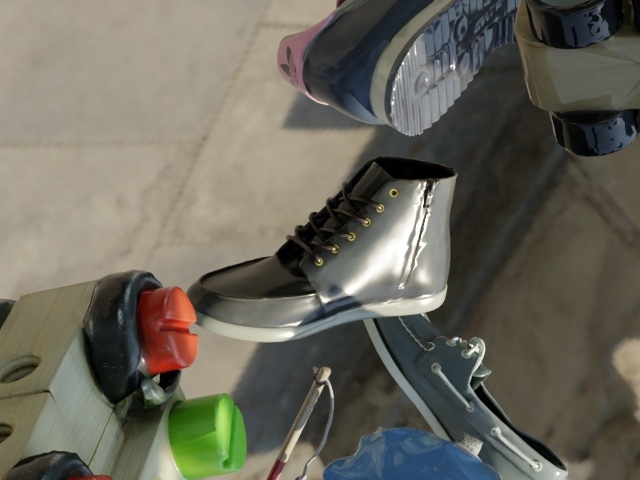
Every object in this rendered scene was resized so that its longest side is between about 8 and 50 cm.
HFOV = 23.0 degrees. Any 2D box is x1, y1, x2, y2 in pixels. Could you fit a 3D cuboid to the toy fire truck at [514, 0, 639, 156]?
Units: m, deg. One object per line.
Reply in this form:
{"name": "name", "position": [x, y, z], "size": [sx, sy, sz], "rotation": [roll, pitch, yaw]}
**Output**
{"name": "toy fire truck", "position": [0.250, -0.168, 0.991], "size": [0.217, 0.246, 0.158], "rotation": [-2, 137, 20]}

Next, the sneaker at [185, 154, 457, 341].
{"name": "sneaker", "position": [0.000, 0.000, 1.182], "size": [0.222, 0.083, 0.118], "rotation": [-9, 120, -29]}

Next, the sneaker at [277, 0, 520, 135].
{"name": "sneaker", "position": [0.089, -0.197, 1.249], "size": [0.319, 0.131, 0.112], "rotation": [-40, 138, -45]}

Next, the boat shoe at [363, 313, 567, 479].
{"name": "boat shoe", "position": [0.151, 0.149, 1.692], "size": [0.099, 0.319, 0.116], "rotation": [-35, 169, 20]}

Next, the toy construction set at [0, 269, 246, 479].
{"name": "toy construction set", "position": [-0.083, 0.142, 0.540], "size": [0.151, 0.327, 0.215], "rotation": [-18, 117, 2]}

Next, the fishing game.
{"name": "fishing game", "position": [0.077, 0.203, 1.045], "size": [0.041, 0.264, 0.189], "rotation": [-27, 148, -46]}
